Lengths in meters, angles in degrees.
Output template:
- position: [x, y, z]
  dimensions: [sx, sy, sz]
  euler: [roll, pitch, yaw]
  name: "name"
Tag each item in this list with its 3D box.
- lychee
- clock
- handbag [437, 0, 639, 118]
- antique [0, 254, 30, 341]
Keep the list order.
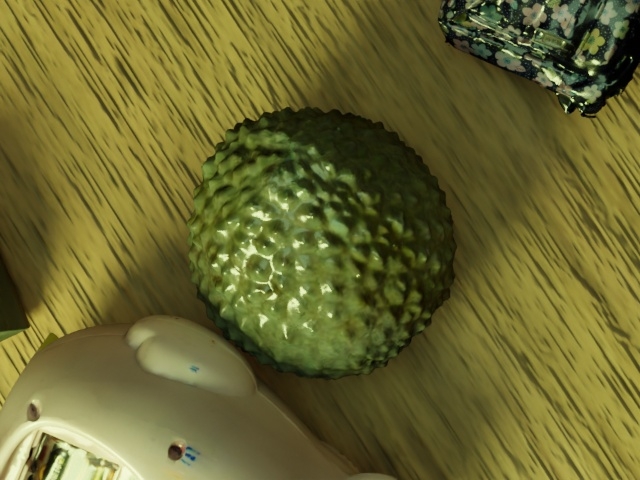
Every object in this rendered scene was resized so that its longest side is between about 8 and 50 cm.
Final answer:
- position: [0.000, 0.000, 1.837]
  dimensions: [0.255, 0.274, 0.255]
  euler: [-4, 57, 6]
  name: "lychee"
- position: [-0.142, 0.266, 1.822]
  dimensions: [0.377, 0.250, 0.368]
  euler: [24, 109, 2]
  name: "clock"
- position: [0.236, -0.246, 1.864]
  dimensions: [0.208, 0.127, 0.228]
  euler: [25, 84, 10]
  name: "handbag"
- position: [-0.391, 0.050, 1.944]
  dimensions: [0.147, 0.148, 0.152]
  euler: [-24, 86, 9]
  name: "antique"
